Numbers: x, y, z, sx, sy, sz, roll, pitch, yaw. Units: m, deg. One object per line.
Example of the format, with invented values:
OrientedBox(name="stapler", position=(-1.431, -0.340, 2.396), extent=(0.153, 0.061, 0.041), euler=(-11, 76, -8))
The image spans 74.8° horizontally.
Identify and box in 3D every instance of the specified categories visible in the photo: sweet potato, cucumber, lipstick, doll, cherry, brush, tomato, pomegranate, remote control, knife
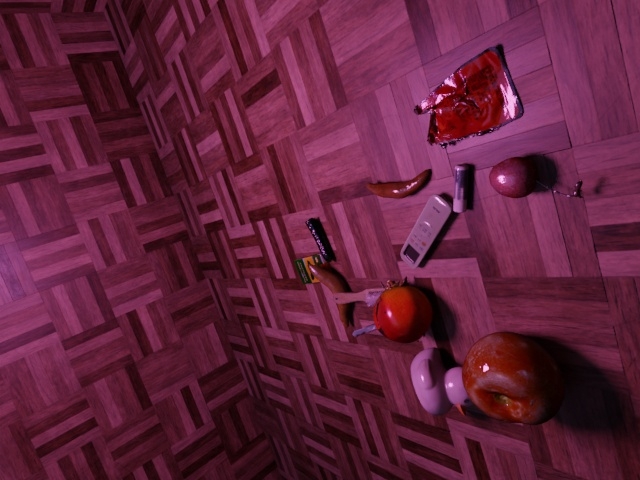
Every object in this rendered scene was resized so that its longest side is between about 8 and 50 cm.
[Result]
OrientedBox(name="sweet potato", position=(0.261, -0.178, 1.409), extent=(0.255, 0.058, 0.078), euler=(-6, 85, 49))
OrientedBox(name="cucumber", position=(0.000, 0.000, 1.846), extent=(0.052, 0.058, 0.214), euler=(-26, 92, 20))
OrientedBox(name="lipstick", position=(0.415, -0.154, 1.238), extent=(0.040, 0.040, 0.141), euler=(21, 125, 45))
OrientedBox(name="doll", position=(0.444, 0.496, 1.482), extent=(0.221, 0.221, 0.251), euler=(115, 150, -47))
OrientedBox(name="cherry", position=(0.534, -0.158, 1.050), extent=(0.225, 0.090, 0.107), euler=(8, 102, 41))
OrientedBox(name="brush", position=(0.171, 0.235, 1.700), extent=(0.327, 0.065, 0.070), euler=(-11, 108, 41))
OrientedBox(name="tomato", position=(0.559, 0.389, 1.218), extent=(0.270, 0.222, 0.270), euler=(23, 139, 21))
OrientedBox(name="pomegranate", position=(0.292, 0.250, 1.498), extent=(0.210, 0.210, 0.235), euler=(-39, 55, 54))
OrientedBox(name="sweet potato", position=(0.073, 0.232, 1.862), extent=(0.108, 0.079, 0.346), euler=(-22, 103, 35))
OrientedBox(name="remote control", position=(0.350, -0.025, 1.398), extent=(0.090, 0.038, 0.309), euler=(47, 141, 24))
OrientedBox(name="knife", position=(0.202, 0.396, 1.853), extent=(0.210, 0.015, 0.028), euler=(-39, 71, 53))

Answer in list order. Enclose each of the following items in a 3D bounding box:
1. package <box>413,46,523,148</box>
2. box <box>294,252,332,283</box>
OrientedBox(name="package", position=(0.384, -0.365, 1.135), extent=(0.269, 0.071, 0.194), euler=(-17, 110, 51))
OrientedBox(name="box", position=(-0.033, 0.136, 1.986), extent=(0.235, 0.034, 0.132), euler=(-18, 95, 54))
